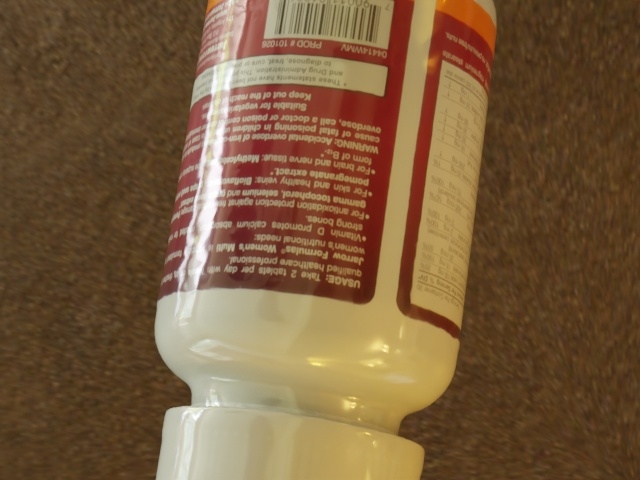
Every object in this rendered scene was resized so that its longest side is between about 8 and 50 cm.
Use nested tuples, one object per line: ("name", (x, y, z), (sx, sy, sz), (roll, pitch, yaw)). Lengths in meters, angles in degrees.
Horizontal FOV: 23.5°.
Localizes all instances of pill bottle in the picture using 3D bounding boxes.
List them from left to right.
("pill bottle", (0.000, 0.000, 0.614), (0.121, 0.121, 0.221), (5, 76, 12))
